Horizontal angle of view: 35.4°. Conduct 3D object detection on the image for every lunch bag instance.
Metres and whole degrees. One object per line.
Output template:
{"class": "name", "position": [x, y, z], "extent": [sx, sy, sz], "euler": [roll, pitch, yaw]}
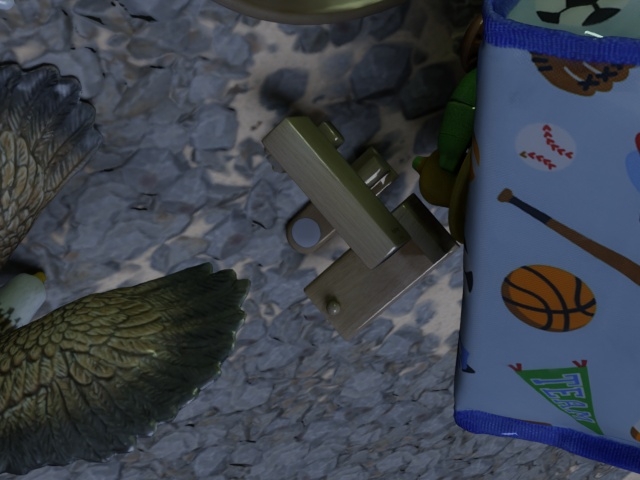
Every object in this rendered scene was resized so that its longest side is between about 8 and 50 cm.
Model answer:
{"class": "lunch bag", "position": [0.245, -0.089, 0.638], "extent": [0.239, 0.385, 0.327], "euler": [16, 136, 16]}

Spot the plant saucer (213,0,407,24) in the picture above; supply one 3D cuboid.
{"class": "plant saucer", "position": [0.017, -0.248, 0.563], "extent": [0.278, 0.041, 0.278], "euler": [-16, 141, -14]}

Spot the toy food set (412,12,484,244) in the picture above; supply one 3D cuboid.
{"class": "toy food set", "position": [0.132, -0.107, 0.749], "extent": [0.217, 0.071, 0.128], "euler": [-61, 153, 4]}

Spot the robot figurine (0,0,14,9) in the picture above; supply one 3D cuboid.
{"class": "robot figurine", "position": [-0.271, -0.141, 0.305], "extent": [0.353, 0.300, 0.199], "euler": [11, 117, -55]}

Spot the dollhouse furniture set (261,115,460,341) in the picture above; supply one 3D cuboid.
{"class": "dollhouse furniture set", "position": [0.000, 0.000, 0.745], "extent": [0.123, 0.144, 0.151], "euler": [-42, 175, 18]}

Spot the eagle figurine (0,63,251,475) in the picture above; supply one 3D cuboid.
{"class": "eagle figurine", "position": [-0.225, 0.059, 0.657], "extent": [0.226, 0.225, 0.298], "euler": [24, 130, -33]}
